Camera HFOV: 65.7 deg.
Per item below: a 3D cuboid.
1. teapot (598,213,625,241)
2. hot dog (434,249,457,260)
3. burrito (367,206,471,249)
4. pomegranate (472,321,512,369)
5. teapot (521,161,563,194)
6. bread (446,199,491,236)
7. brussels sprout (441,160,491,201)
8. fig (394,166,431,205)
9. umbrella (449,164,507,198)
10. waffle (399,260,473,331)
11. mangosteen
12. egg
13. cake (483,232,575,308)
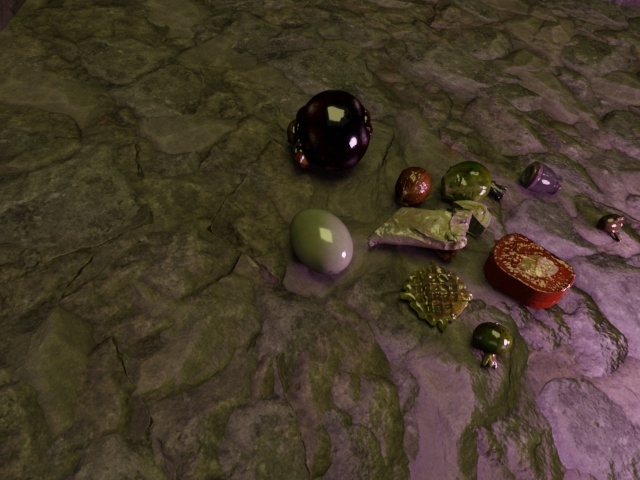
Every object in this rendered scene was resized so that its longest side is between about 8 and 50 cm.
[{"bbox_3d":[1.119,-0.049,1.888,0.080,0.085,0.110,-6,74,-11],"label":"teapot"},{"bbox_3d":[0.420,-0.003,1.755,0.072,0.055,0.188,-24,53,1],"label":"hot dog"},{"bbox_3d":[0.343,-0.044,1.710,0.347,0.107,0.175,0,42,13],"label":"burrito"},{"bbox_3d":[0.519,0.318,1.506,0.114,0.114,0.142,13,81,1],"label":"pomegranate"},{"bbox_3d":[0.888,-0.241,1.993,0.146,0.148,0.116,22,88,-6],"label":"teapot"},{"bbox_3d":[0.556,-0.101,1.821,0.156,0.103,0.110,43,65,13],"label":"bread"},{"bbox_3d":[0.551,-0.222,1.879,0.180,0.162,0.144,3,7,7],"label":"brussels sprout"},{"bbox_3d":[0.318,-0.174,1.814,0.133,0.146,0.201,20,51,27],"label":"fig"},{"bbox_3d":[0.620,-0.237,1.963,0.235,0.059,0.066,29,37,11],"label":"umbrella"},{"bbox_3d":[0.379,0.168,1.622,0.204,0.054,0.223,40,58,20],"label":"waffle"},{"bbox_3d":[0.021,-0.407,1.873,0.347,0.307,0.307,-10,50,19],"label":"mangosteen"},{"bbox_3d":[0.000,0.000,1.607,0.186,0.186,0.253,-23,61,-24],"label":"egg"},{"bbox_3d":[0.685,0.108,1.661,0.283,0.151,0.177,39,69,20],"label":"cake"}]
